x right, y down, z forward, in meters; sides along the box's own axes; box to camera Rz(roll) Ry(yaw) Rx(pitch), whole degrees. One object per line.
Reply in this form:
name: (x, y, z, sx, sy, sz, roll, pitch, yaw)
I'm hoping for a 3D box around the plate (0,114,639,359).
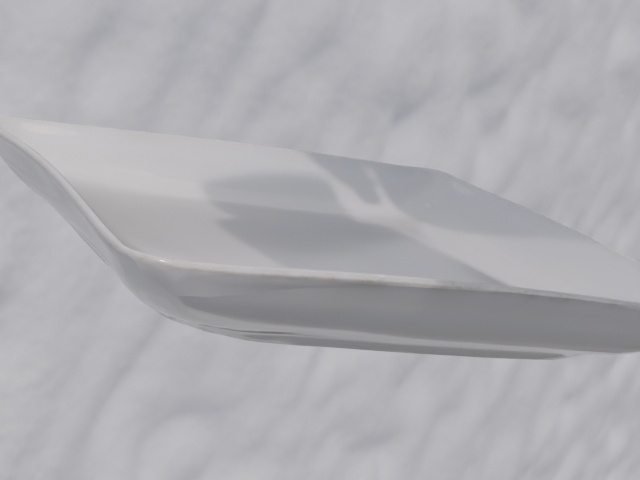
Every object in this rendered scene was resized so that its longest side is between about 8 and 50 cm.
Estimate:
plate: (0.000, 0.000, 0.668, 0.277, 0.278, 0.045, 6, 102, -26)
